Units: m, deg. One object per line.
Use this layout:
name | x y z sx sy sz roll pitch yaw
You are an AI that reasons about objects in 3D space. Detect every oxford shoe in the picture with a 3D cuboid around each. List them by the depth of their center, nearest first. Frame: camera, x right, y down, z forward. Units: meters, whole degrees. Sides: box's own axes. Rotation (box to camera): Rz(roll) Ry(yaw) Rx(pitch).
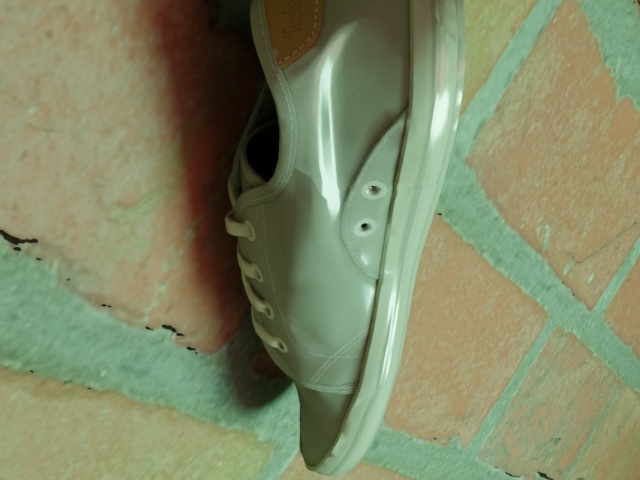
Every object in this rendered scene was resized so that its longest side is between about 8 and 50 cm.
oxford shoe | 0.000 0.000 0.758 0.130 0.169 0.449 1 137 -5
